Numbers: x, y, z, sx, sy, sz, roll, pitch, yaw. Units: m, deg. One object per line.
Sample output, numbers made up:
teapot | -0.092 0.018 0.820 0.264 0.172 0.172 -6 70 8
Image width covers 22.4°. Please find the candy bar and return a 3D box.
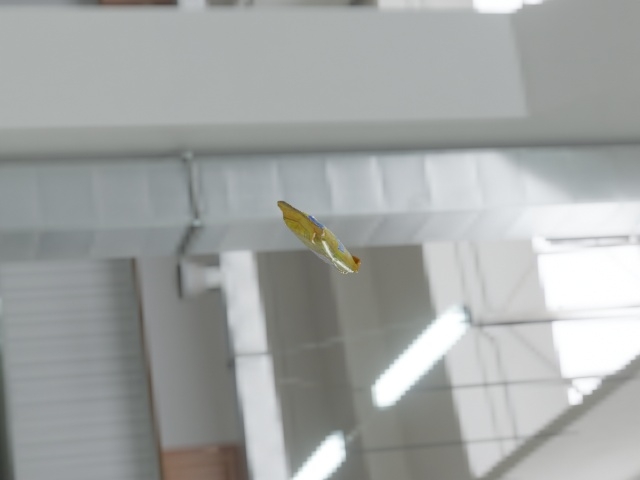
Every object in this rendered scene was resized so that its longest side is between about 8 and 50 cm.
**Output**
candy bar | 0.000 0.000 1.194 0.018 0.040 0.161 -57 164 -3
